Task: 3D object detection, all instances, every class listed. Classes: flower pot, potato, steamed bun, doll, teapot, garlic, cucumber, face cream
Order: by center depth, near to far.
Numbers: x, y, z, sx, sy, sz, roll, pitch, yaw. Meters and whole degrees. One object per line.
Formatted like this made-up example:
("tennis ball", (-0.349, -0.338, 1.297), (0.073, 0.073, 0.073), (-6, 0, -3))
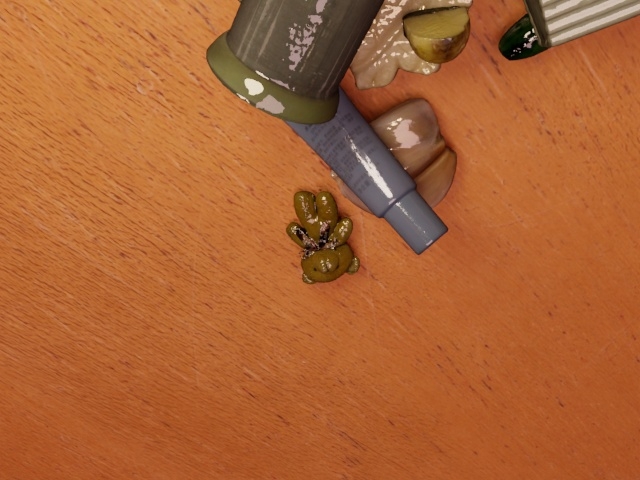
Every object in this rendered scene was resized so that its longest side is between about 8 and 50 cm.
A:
("teapot", (-0.016, -0.360, 0.984), (0.270, 0.200, 0.337), (41, 123, 15))
("potato", (0.167, -0.281, 1.070), (0.096, 0.103, 0.066), (-8, 128, 11))
("flower pot", (0.379, -0.407, 1.077), (0.189, 0.209, 0.239), (-20, 131, 15))
("steamed bun", (0.075, -0.384, 1.141), (0.295, 0.137, 0.292), (-8, 130, 12))
("cucumber", (0.393, -0.363, 1.211), (0.227, 0.069, 0.069), (-31, 123, 16))
("face cream", (0.065, -0.141, 1.270), (0.385, 0.086, 0.135), (50, 119, 8))
("garlic", (0.137, -0.123, 1.368), (0.227, 0.110, 0.217), (-27, 128, 18))
("doll", (0.000, 0.000, 1.471), (0.137, 0.097, 0.210), (-9, 123, 13))
